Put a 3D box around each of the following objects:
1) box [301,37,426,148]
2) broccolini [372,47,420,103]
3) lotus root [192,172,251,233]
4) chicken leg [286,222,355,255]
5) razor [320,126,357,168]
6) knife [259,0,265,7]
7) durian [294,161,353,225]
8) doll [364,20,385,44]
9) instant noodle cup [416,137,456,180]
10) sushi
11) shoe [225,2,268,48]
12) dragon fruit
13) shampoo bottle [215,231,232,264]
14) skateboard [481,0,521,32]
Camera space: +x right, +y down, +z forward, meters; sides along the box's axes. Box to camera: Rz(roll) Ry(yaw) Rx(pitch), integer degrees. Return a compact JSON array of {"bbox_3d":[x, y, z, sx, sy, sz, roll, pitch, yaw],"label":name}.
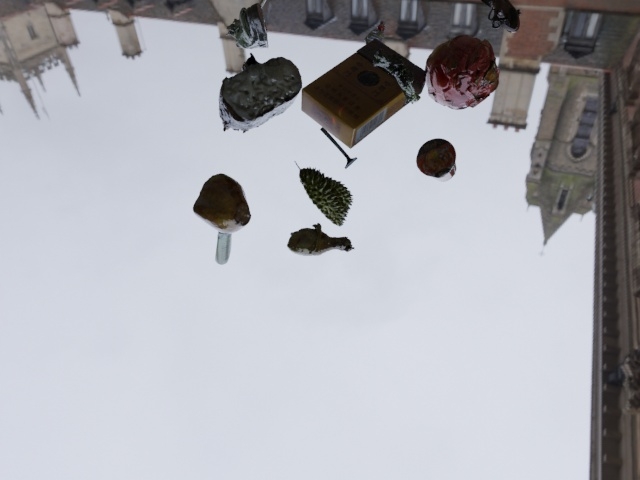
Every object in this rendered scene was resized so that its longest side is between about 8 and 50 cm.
[{"bbox_3d":[0.161,-0.546,1.794,0.264,0.116,0.415,41,-114,19],"label":"box"},{"bbox_3d":[0.180,-0.377,1.155,0.062,0.123,0.271,-30,175,15],"label":"broccolini"},{"bbox_3d":[-0.319,-0.123,1.753,0.179,0.188,0.199,19,-99,39],"label":"lotus root"},{"bbox_3d":[0.000,0.000,1.647,0.227,0.088,0.103,-4,-125,10],"label":"chicken leg"},{"bbox_3d":[0.065,-0.378,1.971,0.190,0.066,0.033,49,-159,0],"label":"razor"},{"bbox_3d":[-0.181,-1.099,2.060,0.017,0.298,0.047,41,-137,-7],"label":"knife"},{"bbox_3d":[0.020,-0.170,2.000,0.169,0.355,0.158,19,-107,41],"label":"durian"},{"bbox_3d":[0.254,-0.933,2.240,0.079,0.094,0.180,24,-117,15],"label":"doll"},{"bbox_3d":[0.381,-0.246,1.569,0.127,0.127,0.135,19,180,26],"label":"instant noodle cup"},{"bbox_3d":[-0.241,-0.572,1.888,0.348,0.235,0.207,-30,-177,-18],"label":"sushi"},{"bbox_3d":[-0.263,-0.736,1.722,0.149,0.109,0.293,-6,-175,0],"label":"shoe"},{"bbox_3d":[0.544,-0.649,1.909,0.277,0.278,0.342,-19,-161,-18],"label":"dragon fruit"},{"bbox_3d":[-0.404,0.021,2.049,0.072,0.212,0.049,-25,-120,-32],"label":"shampoo bottle"},{"bbox_3d":[0.438,-0.578,1.215,0.080,0.067,0.151,-19,-104,-27],"label":"skateboard"}]
